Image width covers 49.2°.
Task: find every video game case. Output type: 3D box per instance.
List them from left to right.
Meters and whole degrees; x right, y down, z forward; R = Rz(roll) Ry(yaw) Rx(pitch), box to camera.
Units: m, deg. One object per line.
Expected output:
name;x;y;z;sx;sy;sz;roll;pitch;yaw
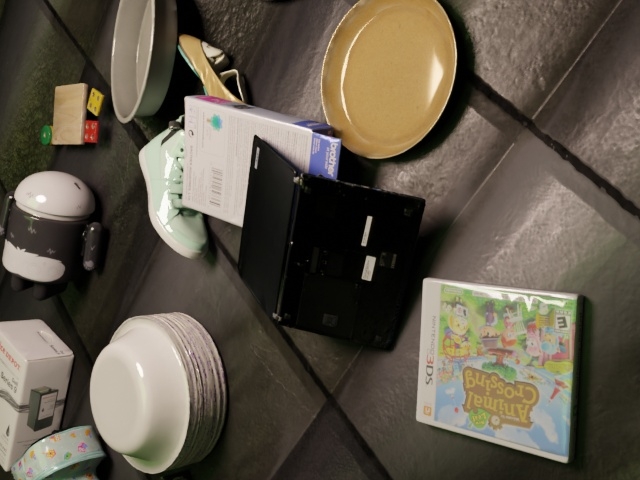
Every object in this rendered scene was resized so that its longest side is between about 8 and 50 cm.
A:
video game case;0.213;0.151;0.863;0.212;0.023;0.193;4;93;43

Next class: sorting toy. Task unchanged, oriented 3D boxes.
sorting toy;-0.542;-0.279;1.567;0.275;0.046;0.132;7;94;44

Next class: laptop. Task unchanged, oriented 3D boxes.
laptop;0.000;0.000;1.005;0.264;0.136;0.234;12;115;6

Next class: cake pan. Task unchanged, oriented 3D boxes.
cake pan;-0.334;-0.364;1.318;0.293;0.054;0.293;-10;79;60

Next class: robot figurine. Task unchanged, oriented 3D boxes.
robot figurine;-0.591;-0.014;1.530;0.173;0.209;0.278;44;122;59

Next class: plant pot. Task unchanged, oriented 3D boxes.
plant pot;0.096;-0.231;0.974;0.236;0.032;0.236;0;90;44

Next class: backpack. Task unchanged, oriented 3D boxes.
backpack;-0.546;0.477;1.480;0.188;0.166;0.144;-52;58;34

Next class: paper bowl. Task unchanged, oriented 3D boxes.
paper bowl;-0.311;0.278;1.275;0.284;0.148;0.284;0;89;42

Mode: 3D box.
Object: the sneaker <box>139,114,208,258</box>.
sneaker;-0.235;-0.102;1.244;0.151;0.094;0.255;-38;66;33

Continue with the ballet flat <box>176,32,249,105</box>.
ballet flat;-0.179;-0.286;1.221;0.073;0.080;0.232;-31;68;9

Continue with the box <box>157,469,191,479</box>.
box;-0.297;0.592;1.315;0.270;0.060;0.216;-47;59;33

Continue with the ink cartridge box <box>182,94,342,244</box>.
ink cartridge box;-0.088;-0.107;1.085;0.311;0.065;0.185;21;115;34

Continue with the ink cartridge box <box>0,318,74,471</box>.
ink cartridge box;-0.710;0.359;1.667;0.211;0.122;0.289;26;107;40
